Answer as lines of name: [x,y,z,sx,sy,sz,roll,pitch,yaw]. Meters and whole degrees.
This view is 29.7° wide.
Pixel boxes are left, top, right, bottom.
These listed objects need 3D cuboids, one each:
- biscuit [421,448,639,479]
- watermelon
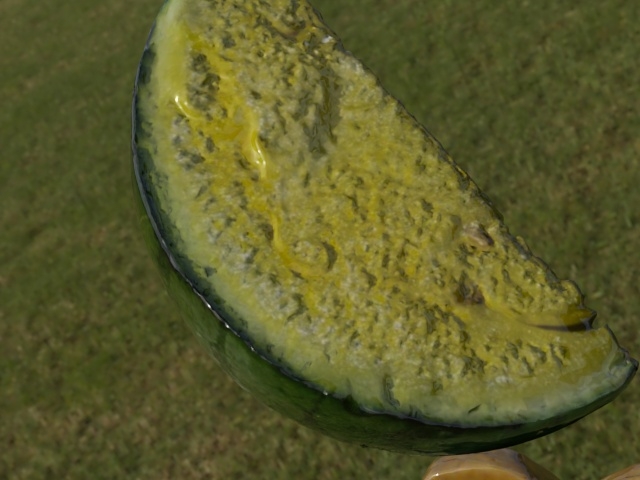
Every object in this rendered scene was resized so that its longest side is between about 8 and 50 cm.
biscuit: [0.146,0.277,0.776,0.216,0.339,0.047,5,24,17]
watermelon: [-0.004,0.006,0.365,0.092,0.181,0.075,-38,-14,-25]
